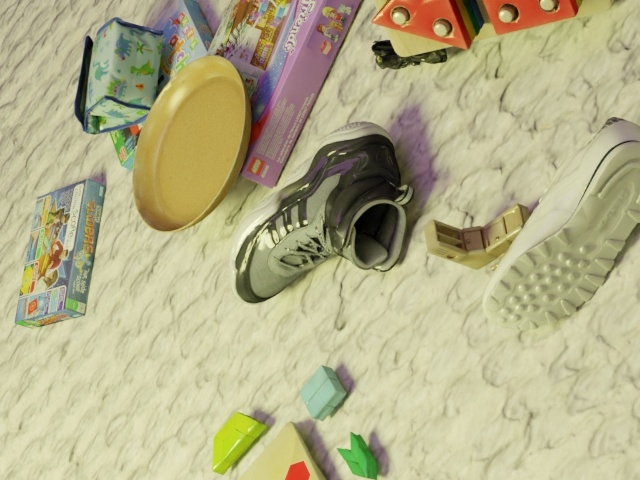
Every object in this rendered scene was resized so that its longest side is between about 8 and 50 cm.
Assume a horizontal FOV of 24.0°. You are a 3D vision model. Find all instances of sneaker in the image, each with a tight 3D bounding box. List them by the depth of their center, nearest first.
[{"bbox_3d":[0.240,-0.013,1.462,0.235,0.090,0.095,-50,29,15],"label":"sneaker"},{"bbox_3d":[0.000,0.000,1.703,0.268,0.101,0.153,-49,39,18],"label":"sneaker"}]

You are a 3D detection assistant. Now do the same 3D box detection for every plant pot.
[{"bbox_3d":[-0.159,-0.119,1.915,0.236,0.032,0.236,-25,55,43],"label":"plant pot"}]

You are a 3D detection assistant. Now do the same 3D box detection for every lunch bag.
[{"bbox_3d":[-0.291,-0.226,2.109,0.151,0.096,0.129,-22,58,60],"label":"lunch bag"}]

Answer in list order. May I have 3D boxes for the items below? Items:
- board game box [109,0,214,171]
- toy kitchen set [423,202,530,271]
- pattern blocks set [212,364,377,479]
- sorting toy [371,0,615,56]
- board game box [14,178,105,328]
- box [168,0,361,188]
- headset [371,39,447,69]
[{"bbox_3d":[-0.228,-0.223,2.133,0.211,0.039,0.160,-48,42,21],"label":"board game box"},{"bbox_3d":[0.164,0.005,1.532,0.083,0.075,0.068,-36,48,39],"label":"toy kitchen set"},{"bbox_3d":[-0.057,0.309,1.679,0.325,0.026,0.285,-45,44,26],"label":"pattern blocks set"},{"bbox_3d":[0.135,-0.311,1.534,0.255,0.257,0.089,-9,30,31],"label":"sorting toy"},{"bbox_3d":[-0.380,0.020,2.193,0.136,0.035,0.201,-14,62,45],"label":"board game box"},{"bbox_3d":[-0.070,-0.231,1.937,0.201,0.057,0.293,30,95,52],"label":"box"},{"bbox_3d":[0.101,-0.395,1.700,0.185,0.243,0.394,0,97,61],"label":"headset"}]
